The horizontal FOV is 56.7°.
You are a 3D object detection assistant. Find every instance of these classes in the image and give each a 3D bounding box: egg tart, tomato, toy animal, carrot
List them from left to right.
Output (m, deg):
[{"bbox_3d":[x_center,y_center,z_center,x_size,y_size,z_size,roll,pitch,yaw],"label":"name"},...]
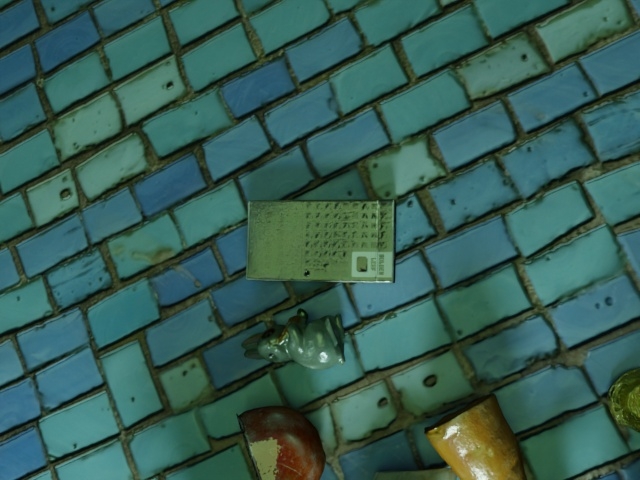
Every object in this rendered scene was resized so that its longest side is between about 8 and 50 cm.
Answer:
[{"bbox_3d":[-0.071,0.435,1.211,0.155,0.181,0.214,-17,88,-9],"label":"tomato"},{"bbox_3d":[-0.064,0.222,1.248,0.236,0.108,0.138,-18,81,9],"label":"toy animal"},{"bbox_3d":[0.312,0.423,1.126,0.159,0.159,0.225,-28,78,7],"label":"carrot"},{"bbox_3d":[0.623,0.312,1.135,0.130,0.052,0.130,-1,83,8],"label":"egg tart"}]

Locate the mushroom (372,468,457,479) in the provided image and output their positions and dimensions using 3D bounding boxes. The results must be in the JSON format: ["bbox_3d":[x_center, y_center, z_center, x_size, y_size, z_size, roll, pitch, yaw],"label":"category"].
[{"bbox_3d":[0.126,0.604,1.121,0.154,0.137,0.407,20,67,12],"label":"mushroom"}]

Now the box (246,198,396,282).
[{"bbox_3d":[0.000,0.001,1.290,0.325,0.047,0.180,0,84,10],"label":"box"}]
